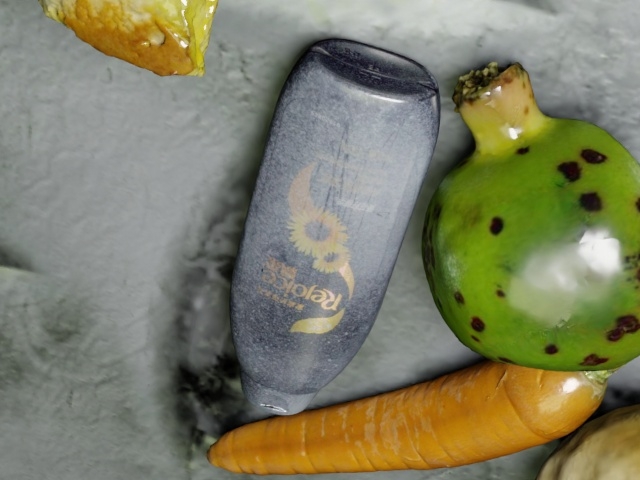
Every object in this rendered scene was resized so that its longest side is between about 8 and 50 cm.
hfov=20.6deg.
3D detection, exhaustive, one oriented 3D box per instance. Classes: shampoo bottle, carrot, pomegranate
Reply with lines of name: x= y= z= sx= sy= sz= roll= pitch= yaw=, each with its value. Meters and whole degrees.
shampoo bottle: x=0.000 y=0.000 z=0.967 sx=0.087 sy=0.049 sz=0.233 roll=18 pitch=128 yaw=1
carrot: x=0.054 y=0.108 z=1.032 sx=0.271 sy=0.066 sz=0.062 roll=-19 pitch=92 yaw=35
pomegranate: x=0.111 y=0.001 z=0.899 sx=0.143 sy=0.122 sz=0.169 roll=-3 pitch=134 yaw=50

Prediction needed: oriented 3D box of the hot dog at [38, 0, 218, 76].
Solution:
hot dog: x=-0.116 y=-0.195 z=0.826 sx=0.123 sy=0.093 sz=0.261 roll=-16 pitch=106 yaw=32

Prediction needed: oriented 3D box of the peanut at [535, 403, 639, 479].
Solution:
peanut: x=0.223 y=0.146 z=0.979 sx=0.224 sy=0.129 sz=0.129 roll=-18 pitch=120 yaw=21
